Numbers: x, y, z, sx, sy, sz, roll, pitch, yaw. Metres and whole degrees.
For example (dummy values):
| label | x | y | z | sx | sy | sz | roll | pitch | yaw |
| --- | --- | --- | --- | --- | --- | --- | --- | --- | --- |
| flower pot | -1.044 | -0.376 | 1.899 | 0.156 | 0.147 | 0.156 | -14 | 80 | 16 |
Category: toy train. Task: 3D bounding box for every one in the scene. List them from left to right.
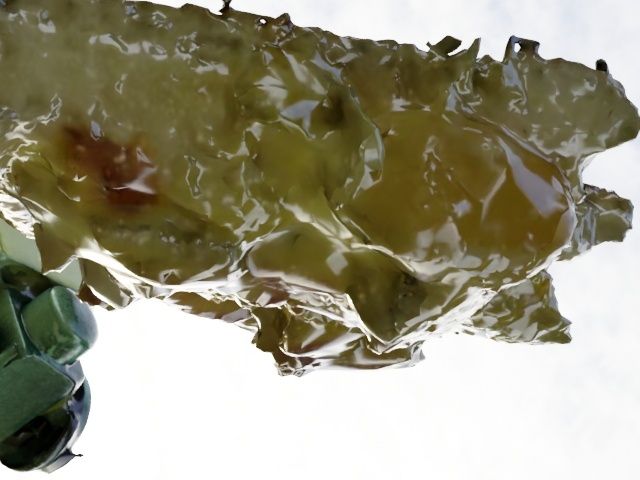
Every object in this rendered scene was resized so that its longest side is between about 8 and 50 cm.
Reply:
| label | x | y | z | sx | sy | sz | roll | pitch | yaw |
| --- | --- | --- | --- | --- | --- | --- | --- | --- | --- |
| toy train | -0.333 | 0.112 | 0.995 | 0.369 | 0.150 | 0.237 | -35 | -126 | 14 |

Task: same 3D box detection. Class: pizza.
| label | x | y | z | sx | sy | sz | roll | pitch | yaw |
| --- | --- | --- | --- | --- | --- | --- | --- | --- | --- |
| pizza | 0.000 | 0.000 | 0.465 | 0.223 | 0.323 | 0.089 | 1 | -104 | 13 |

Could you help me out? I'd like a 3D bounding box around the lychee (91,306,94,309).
| label | x | y | z | sx | sy | sz | roll | pitch | yaw |
| --- | --- | --- | --- | --- | --- | --- | --- | --- | --- |
| lychee | -0.358 | 0.045 | 1.397 | 0.261 | 0.261 | 0.260 | 18 | -66 | 46 |
